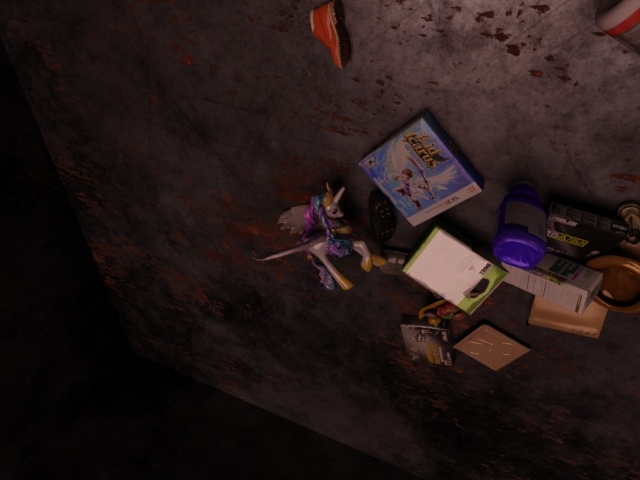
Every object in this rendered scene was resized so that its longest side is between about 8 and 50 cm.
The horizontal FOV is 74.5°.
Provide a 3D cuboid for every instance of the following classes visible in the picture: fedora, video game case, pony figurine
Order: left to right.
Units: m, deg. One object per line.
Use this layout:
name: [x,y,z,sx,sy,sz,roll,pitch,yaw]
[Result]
pony figurine: [0.000,0.000,1.391,0.351,0.302,0.363,-20,121,28]
video game case: [0.285,-0.195,1.211,0.269,0.061,0.244,45,133,-14]
fedora: [0.810,0.105,1.138,0.194,0.079,0.194,31,144,27]

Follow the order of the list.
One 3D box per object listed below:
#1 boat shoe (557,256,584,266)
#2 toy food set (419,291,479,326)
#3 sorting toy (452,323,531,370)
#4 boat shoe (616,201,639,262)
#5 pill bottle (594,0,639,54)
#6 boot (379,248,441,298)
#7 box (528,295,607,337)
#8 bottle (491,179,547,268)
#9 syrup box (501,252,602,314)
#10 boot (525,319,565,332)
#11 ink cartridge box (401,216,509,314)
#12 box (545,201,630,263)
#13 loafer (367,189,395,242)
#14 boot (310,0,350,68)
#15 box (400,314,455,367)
boat shoe: [0.751,0.112,1.232,0.206,0.065,0.075,22,135,9]
toy food set: [0.443,0.252,1.472,0.128,0.071,0.218,7,148,-33]
sorting toy: [0.634,0.395,1.569,0.208,0.038,0.193,27,136,-2]
boat shoe: [0.806,-0.006,1.093,0.068,0.072,0.189,-14,121,34]
pill bottle: [0.703,-0.377,0.724,0.363,0.210,0.210,32,136,-1]
boot: [0.315,0.115,1.459,0.209,0.076,0.189,-2,113,21]
box: [0.774,0.213,1.315,0.202,0.021,0.164,10,118,22]
bottle: [0.504,-0.052,1.061,0.118,0.282,0.092,21,135,9]
syrup box: [0.646,0.102,1.193,0.237,0.093,0.096,28,143,43]
boot: [0.763,0.282,1.399,0.114,0.037,0.106,28,136,-1]
ink cartridge box: [0.413,0.081,1.311,0.255,0.097,0.188,34,116,3]
box: [0.677,-0.016,1.132,0.191,0.045,0.184,20,159,11]
loafer: [0.194,-0.075,1.354,0.076,0.078,0.223,-22,143,-2]
boot: [0.024,-0.517,1.073,0.085,0.059,0.157,1,120,31]
box: [0.427,0.399,1.662,0.183,0.056,0.230,1,128,27]
